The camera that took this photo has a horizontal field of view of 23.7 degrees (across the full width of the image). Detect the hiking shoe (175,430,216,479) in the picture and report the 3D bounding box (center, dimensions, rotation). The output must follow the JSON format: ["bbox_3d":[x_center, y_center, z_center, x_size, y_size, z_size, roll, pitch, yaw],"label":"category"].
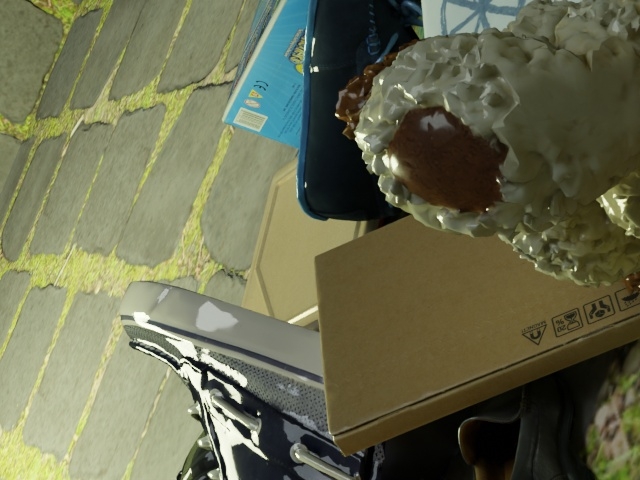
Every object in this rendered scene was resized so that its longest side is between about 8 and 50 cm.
[{"bbox_3d":[-0.071,0.207,1.165,0.226,0.086,0.114,-66,11,-25],"label":"hiking shoe"}]

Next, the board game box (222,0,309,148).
[{"bbox_3d":[0.022,-0.272,1.324,0.308,0.086,0.301,132,156,-69],"label":"board game box"}]

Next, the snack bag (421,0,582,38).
[{"bbox_3d":[0.160,-0.223,0.868,0.342,0.037,0.323,-28,59,54],"label":"snack bag"}]

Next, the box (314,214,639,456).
[{"bbox_3d":[0.092,0.027,0.899,0.201,0.021,0.164,-24,36,14],"label":"box"}]

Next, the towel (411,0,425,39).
[{"bbox_3d":[0.131,-0.247,1.115,0.370,0.040,0.271,-95,24,-57],"label":"towel"}]

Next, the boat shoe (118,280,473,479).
[{"bbox_3d":[-0.049,0.130,1.042,0.341,0.127,0.158,13,82,52],"label":"boat shoe"}]

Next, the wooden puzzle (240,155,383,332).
[{"bbox_3d":[0.000,0.000,1.257,0.221,0.044,0.238,-31,36,56],"label":"wooden puzzle"}]

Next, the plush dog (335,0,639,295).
[{"bbox_3d":[0.139,-0.050,0.720,0.210,0.262,0.225,-61,17,-13],"label":"plush dog"}]

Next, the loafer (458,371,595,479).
[{"bbox_3d":[0.107,0.110,0.858,0.062,0.061,0.170,-58,22,22],"label":"loafer"}]

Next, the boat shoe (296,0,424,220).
[{"bbox_3d":[0.037,-0.138,1.100,0.109,0.089,0.258,-72,-12,-57],"label":"boat shoe"}]
